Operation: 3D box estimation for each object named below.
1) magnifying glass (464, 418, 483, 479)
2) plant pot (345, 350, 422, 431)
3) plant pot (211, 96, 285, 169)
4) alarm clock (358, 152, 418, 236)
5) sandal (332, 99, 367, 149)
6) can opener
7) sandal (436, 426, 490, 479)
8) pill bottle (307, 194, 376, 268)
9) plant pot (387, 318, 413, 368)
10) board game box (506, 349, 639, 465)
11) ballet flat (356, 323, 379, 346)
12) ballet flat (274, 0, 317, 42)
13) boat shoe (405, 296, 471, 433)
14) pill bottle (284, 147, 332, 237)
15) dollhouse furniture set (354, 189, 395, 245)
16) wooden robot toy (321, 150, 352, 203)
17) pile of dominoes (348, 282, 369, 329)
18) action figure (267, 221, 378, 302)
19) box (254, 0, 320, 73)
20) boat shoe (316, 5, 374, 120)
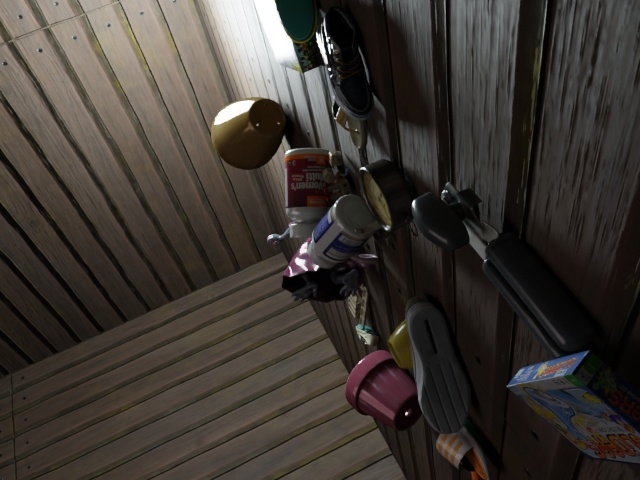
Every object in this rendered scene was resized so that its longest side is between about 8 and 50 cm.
[{"bbox_3d":[0.359,0.502,1.395,0.092,0.026,0.231,53,165,56],"label":"magnifying glass"},{"bbox_3d":[0.203,0.454,1.729,0.180,0.201,0.201,33,150,46],"label":"plant pot"},{"bbox_3d":[-0.211,-0.367,1.900,0.237,0.237,0.254,66,159,-6],"label":"plant pot"},{"bbox_3d":[0.131,-0.072,1.061,0.129,0.064,0.192,75,170,-45],"label":"alarm clock"},{"bbox_3d":[0.044,-0.257,1.125,0.072,0.049,0.180,-131,18,-62],"label":"sandal"},{"bbox_3d":[0.215,0.038,0.742,0.076,0.095,0.283,76,167,-53],"label":"can opener"},{"bbox_3d":[0.293,0.453,1.342,0.265,0.076,0.102,-129,17,-57],"label":"sandal"},{"bbox_3d":[0.044,-0.013,1.366,0.112,0.112,0.186,63,144,17],"label":"pill bottle"},{"bbox_3d":[0.210,0.239,1.336,0.134,0.095,0.134,156,90,-82],"label":"plant pot"},{"bbox_3d":[0.307,0.194,0.668,0.136,0.035,0.201,41,166,11],"label":"board game box"},{"bbox_3d":[0.156,0.328,2.023,0.168,0.057,0.052,-167,88,-79],"label":"ballet flat"},{"bbox_3d":[-0.058,-0.479,1.111,0.077,0.077,0.231,-19,-92,-77],"label":"ballet flat"},{"bbox_3d":[0.244,0.258,1.232,0.094,0.109,0.302,-86,-17,-75],"label":"boat shoe"},{"bbox_3d":[-0.029,-0.117,1.494,0.121,0.121,0.221,174,94,-81],"label":"pill bottle"},{"bbox_3d":[0.098,-0.045,1.279,0.091,0.081,0.114,74,168,-45],"label":"dollhouse furniture set"},{"bbox_3d":[0.039,-0.143,1.433,0.079,0.076,0.173,-107,-1,-58],"label":"wooden robot toy"},{"bbox_3d":[0.122,0.162,1.948,0.251,0.040,0.196,91,155,-53],"label":"pile of dominoes"},{"bbox_3d":[0.000,0.000,1.654,0.370,0.248,0.275,-87,22,-49],"label":"action figure"},{"bbox_3d":[-0.078,-0.468,1.309,0.233,0.044,0.159,-130,18,-62],"label":"box"},{"bbox_3d":[0.043,-0.293,0.979,0.083,0.065,0.183,156,91,-83],"label":"boat shoe"}]
